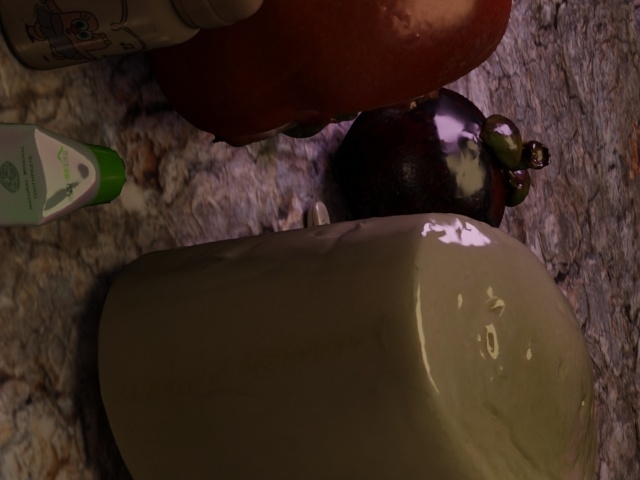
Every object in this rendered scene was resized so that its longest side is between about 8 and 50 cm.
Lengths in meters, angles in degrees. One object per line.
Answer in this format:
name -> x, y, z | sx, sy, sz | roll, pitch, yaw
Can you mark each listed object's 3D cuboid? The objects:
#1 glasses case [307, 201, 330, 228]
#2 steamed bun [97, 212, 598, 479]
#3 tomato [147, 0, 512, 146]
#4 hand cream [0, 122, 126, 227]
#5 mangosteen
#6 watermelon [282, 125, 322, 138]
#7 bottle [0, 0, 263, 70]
glasses case -> 0.000, 0.000, 1.993 | 0.032, 0.021, 0.083 | 6, 77, -68
steamed bun -> 0.049, 0.155, 1.621 | 0.456, 0.371, 0.290 | 27, 60, -59
tomato -> 0.000, -0.239, 1.674 | 0.341, 0.341, 0.273 | -26, 104, -66
hand cream -> -0.247, -0.053, 1.423 | 0.079, 0.050, 0.275 | 58, 24, 14
mangosteen -> 0.130, -0.078, 2.077 | 0.216, 0.216, 0.216 | -8, 90, -67
watermelon -> -0.023, -0.161, 1.924 | 0.078, 0.078, 0.111 | 0, 83, -67
bottle -> -0.143, -0.199, 1.485 | 0.110, 0.209, 0.097 | -12, 94, -67
